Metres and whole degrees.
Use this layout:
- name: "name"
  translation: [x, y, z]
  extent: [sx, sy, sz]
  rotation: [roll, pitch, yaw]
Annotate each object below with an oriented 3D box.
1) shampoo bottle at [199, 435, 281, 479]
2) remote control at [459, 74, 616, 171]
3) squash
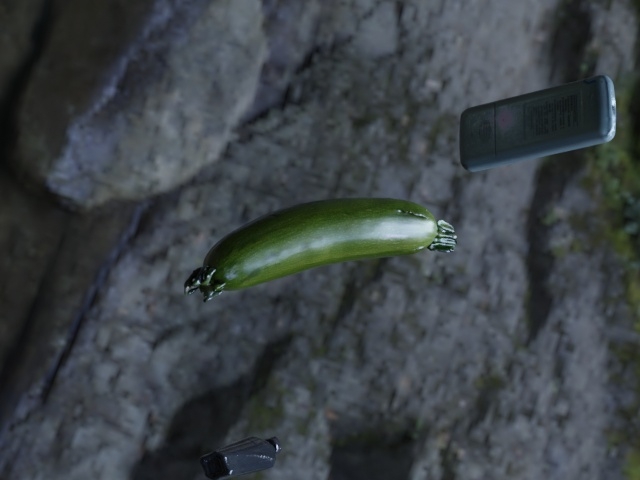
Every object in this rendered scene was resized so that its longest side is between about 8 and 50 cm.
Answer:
- name: "shampoo bottle"
  translation: [-0.071, 0.204, 1.486]
  extent: [0.137, 0.048, 0.027]
  rotation: [-1, 111, -68]
- name: "remote control"
  translation: [0.156, -0.085, 1.139]
  extent: [0.018, 0.124, 0.053]
  rotation: [25, 59, -51]
- name: "squash"
  translation: [0.001, -0.002, 1.657]
  extent: [0.318, 0.071, 0.080]
  rotation: [-10, 122, -21]
